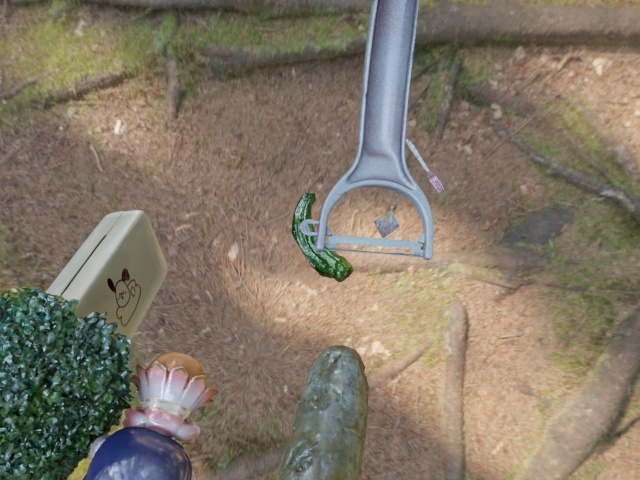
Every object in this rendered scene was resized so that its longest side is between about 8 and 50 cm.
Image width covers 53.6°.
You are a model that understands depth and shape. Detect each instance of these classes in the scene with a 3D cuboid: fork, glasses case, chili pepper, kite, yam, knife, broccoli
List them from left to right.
[{"bbox_3d":[-0.287,0.122,0.566,0.219,0.194,0.194,8,77,-37],"label":"broccoli"},{"bbox_3d":[-0.322,0.085,0.936,0.070,0.313,0.131,-7,122,13],"label":"glasses case"},{"bbox_3d":[-0.005,0.001,1.198,0.073,0.050,0.182,-34,80,32],"label":"chili pepper"},{"bbox_3d":[0.008,0.311,0.969,0.133,0.133,0.330,16,54,-3],"label":"yam"},{"bbox_3d":[0.050,-0.125,0.571,0.123,0.053,0.278,4,92,-14],"label":"knife"},{"bbox_3d":[0.118,-0.040,1.040,0.044,0.002,0.078,39,94,32],"label":"kite"},{"bbox_3d":[0.189,-0.137,1.154,0.016,0.012,0.115,-35,90,1],"label":"fork"}]

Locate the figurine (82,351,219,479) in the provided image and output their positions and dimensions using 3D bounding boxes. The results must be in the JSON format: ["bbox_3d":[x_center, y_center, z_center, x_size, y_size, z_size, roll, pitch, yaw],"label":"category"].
[{"bbox_3d":[-0.159,0.186,0.563,0.111,0.102,0.195,17,47,-9],"label":"figurine"}]
